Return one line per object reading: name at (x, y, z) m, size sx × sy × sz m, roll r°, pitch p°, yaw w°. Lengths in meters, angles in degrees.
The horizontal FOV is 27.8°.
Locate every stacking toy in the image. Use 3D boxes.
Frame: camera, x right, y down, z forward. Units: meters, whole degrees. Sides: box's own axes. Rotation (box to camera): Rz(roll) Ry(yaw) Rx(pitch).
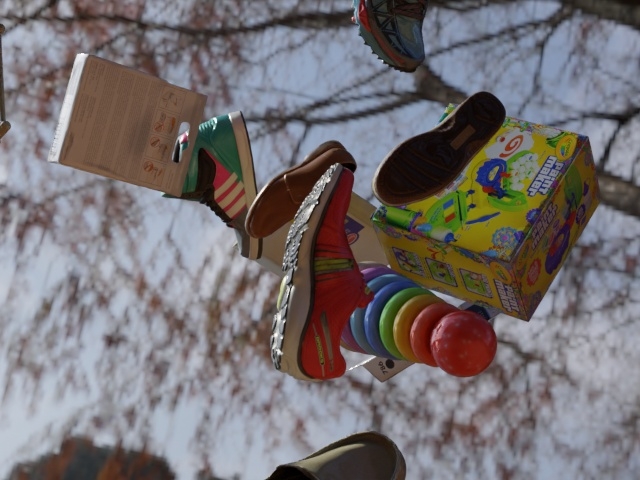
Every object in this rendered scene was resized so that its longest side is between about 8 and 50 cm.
stacking toy at (0.132, 0.123, 1.813) m, size 0.141 × 0.141 × 0.330 m, roll 24°, pitch -2°, yaw -27°

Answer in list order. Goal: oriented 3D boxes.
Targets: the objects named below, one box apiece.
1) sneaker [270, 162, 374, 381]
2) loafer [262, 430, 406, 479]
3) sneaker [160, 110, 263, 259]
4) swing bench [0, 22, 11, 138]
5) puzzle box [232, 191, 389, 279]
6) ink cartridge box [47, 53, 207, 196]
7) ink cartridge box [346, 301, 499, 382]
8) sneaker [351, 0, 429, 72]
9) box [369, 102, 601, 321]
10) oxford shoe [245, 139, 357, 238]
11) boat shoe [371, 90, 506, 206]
sneaker at (0.014, 0.043, 1.638) m, size 0.118 × 0.279 × 0.107 m, roll 14°, pitch -11°, yaw -12°
loafer at (-0.003, 0.281, 1.411) m, size 0.102 × 0.268 × 0.092 m, roll 39°, pitch -42°, yaw 28°
sneaker at (-0.207, -0.086, 2.403) m, size 0.178 × 0.124 × 0.295 m, roll -11°, pitch -65°, yaw -6°
swing bench at (-0.666, -0.226, 2.302) m, size 0.165 × 0.253 × 0.255 m, roll 7°, pitch -39°, yaw -25°
puzzle box at (0.000, 0.000, 2.812) m, size 0.272 × 0.052 × 0.409 m, roll 34°, pitch -30°, yaw -11°
ink cartridge box at (-0.309, -0.183, 2.083) m, size 0.224 × 0.181 × 0.056 m, roll 16°, pitch 0°, yaw -36°
ink cartridge box at (0.221, 0.211, 2.716) m, size 0.332 × 0.065 × 0.165 m, roll -33°, pitch -6°, yaw 35°
sneaker at (0.108, -0.366, 1.798) m, size 0.104 × 0.262 × 0.125 m, roll -6°, pitch -9°, yaw -46°
box at (0.292, -0.055, 2.247) m, size 0.279 × 0.290 × 0.177 m, roll 19°, pitch -30°, yaw 33°
oxford shoe at (-0.032, -0.074, 2.070) m, size 0.076 × 0.212 × 0.076 m, roll 50°, pitch -2°, yaw -41°
boat shoe at (0.176, -0.123, 1.958) m, size 0.095 × 0.257 × 0.095 m, roll 53°, pitch -23°, yaw 7°
